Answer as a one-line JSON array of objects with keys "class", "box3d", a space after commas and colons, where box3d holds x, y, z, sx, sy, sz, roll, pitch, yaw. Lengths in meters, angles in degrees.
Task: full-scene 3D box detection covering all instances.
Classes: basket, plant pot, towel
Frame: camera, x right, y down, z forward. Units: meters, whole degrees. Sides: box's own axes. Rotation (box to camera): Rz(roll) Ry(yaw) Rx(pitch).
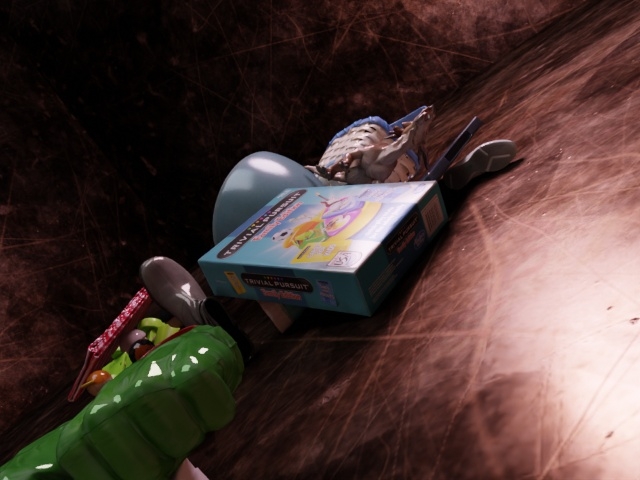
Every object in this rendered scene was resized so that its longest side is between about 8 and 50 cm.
[{"class": "basket", "box3d": [0.126, -0.203, 1.413, 0.254, 0.201, 0.289, -21, 31, 55]}, {"class": "plant pot", "box3d": [-0.068, -0.040, 1.283, 0.195, 0.290, 0.290, 16, 42, 32]}, {"class": "towel", "box3d": [-0.435, 0.196, 1.228, 0.199, 0.031, 0.275, -52, 7, 38]}]

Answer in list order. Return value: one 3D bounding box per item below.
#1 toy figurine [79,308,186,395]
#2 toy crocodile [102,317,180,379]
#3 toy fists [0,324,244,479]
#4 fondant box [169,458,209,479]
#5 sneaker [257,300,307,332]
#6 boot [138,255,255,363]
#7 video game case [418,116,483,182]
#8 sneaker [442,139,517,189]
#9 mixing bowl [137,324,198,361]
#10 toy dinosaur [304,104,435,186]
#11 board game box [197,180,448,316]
[{"class": "toy figurine", "box3d": [-0.330, 0.237, 1.114, 0.213, 0.148, 0.209, -32, 10, 26]}, {"class": "toy crocodile", "box3d": [-0.441, 0.293, 1.406, 0.340, 0.105, 0.115, -37, 39, 30]}, {"class": "toy fists", "box3d": [-0.178, 0.178, 0.462, 0.279, 0.096, 0.142, -36, -2, 9]}, {"class": "fondant box", "box3d": [-0.215, 0.333, 0.396, 0.330, 0.096, 0.238, -37, 9, 1]}, {"class": "sneaker", "box3d": [-0.068, 0.082, 1.086, 0.121, 0.108, 0.302, -36, 17, -7]}, {"class": "boot", "box3d": [-0.212, 0.114, 1.008, 0.083, 0.247, 0.161, -42, 7, -28]}, {"class": "video game case", "box3d": [0.207, -0.116, 1.100, 0.274, 0.026, 0.196, -48, -3, -46]}, {"class": "sneaker", "box3d": [0.289, -0.146, 1.029, 0.152, 0.054, 0.061, -27, 11, 49]}, {"class": "mixing bowl", "box3d": [-0.241, 0.235, 0.932, 0.181, 0.098, 0.181, -32, 14, 9]}, {"class": "toy dinosaur", "box3d": [0.108, -0.157, 1.163, 0.295, 0.127, 0.200, -4, 33, 51]}, {"class": "board game box", "box3d": [0.000, 0.000, 0.944, 0.335, 0.079, 0.254, 2, 34, 41]}]
